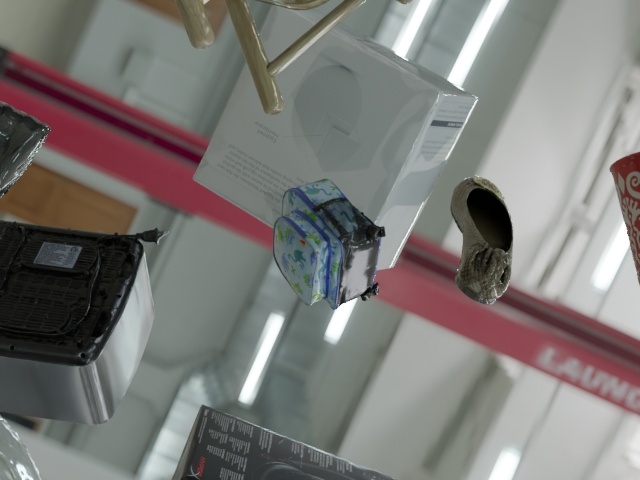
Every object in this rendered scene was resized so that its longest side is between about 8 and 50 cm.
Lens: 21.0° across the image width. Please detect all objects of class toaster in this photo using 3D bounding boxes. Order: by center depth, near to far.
[{"bbox_3d":[-0.249,0.073,1.638,0.110,0.185,0.168,83,19,-46],"label":"toaster"}]

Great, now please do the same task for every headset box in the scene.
[{"bbox_3d":[-0.020,0.307,1.842,0.218,0.293,0.110,-85,-163,-75],"label":"headset box"}]

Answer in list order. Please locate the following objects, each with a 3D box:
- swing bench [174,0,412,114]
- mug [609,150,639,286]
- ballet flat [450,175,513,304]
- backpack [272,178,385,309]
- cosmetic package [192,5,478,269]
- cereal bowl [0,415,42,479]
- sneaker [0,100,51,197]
[{"bbox_3d":[-0.080,-0.266,1.372,0.165,0.255,0.253,-39,167,5],"label":"swing bench"},{"bbox_3d":[0.441,-0.028,2.255,0.113,0.150,0.169,-15,-108,27],"label":"mug"},{"bbox_3d":[0.192,-0.013,1.983,0.058,0.084,0.250,-60,-172,28],"label":"ballet flat"},{"bbox_3d":[0.000,0.000,1.701,0.114,0.084,0.105,54,-29,39],"label":"backpack"},{"bbox_3d":[0.017,-0.114,1.925,0.225,0.224,0.138,-63,160,13],"label":"cosmetic package"},{"bbox_3d":[-0.400,0.279,1.718,0.141,0.339,0.339,-28,-149,38],"label":"cereal bowl"},{"bbox_3d":[-0.298,-0.076,1.227,0.286,0.130,0.109,-15,-143,55],"label":"sneaker"}]
